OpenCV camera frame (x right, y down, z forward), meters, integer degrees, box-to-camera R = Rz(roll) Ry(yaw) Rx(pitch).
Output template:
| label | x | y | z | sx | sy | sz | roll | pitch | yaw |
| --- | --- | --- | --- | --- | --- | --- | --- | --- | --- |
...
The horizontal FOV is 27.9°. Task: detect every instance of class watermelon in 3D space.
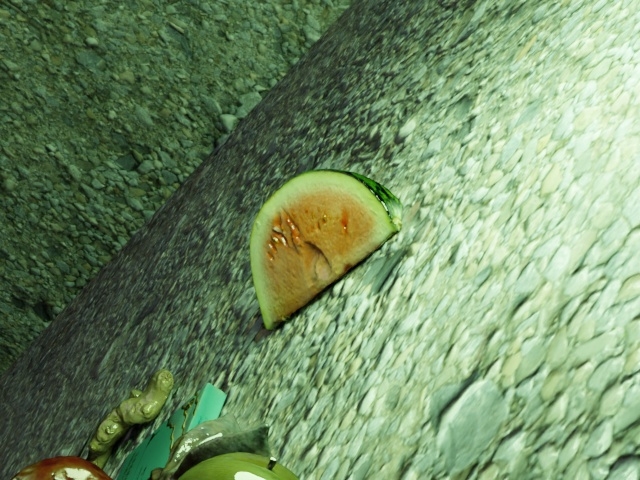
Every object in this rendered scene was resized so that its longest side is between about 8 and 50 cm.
| label | x | y | z | sx | sy | sz | roll | pitch | yaw |
| --- | --- | --- | --- | --- | --- | --- | --- | --- | --- |
| watermelon | 0.014 | -0.010 | 1.842 | 0.128 | 0.159 | 0.303 | -9 | -24 | -48 |

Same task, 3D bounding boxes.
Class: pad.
| label | x | y | z | sx | sy | sz | roll | pitch | yaw |
| --- | --- | --- | --- | --- | --- | --- | --- | --- | --- |
| pad | -0.457 | 0.437 | 2.287 | 0.235 | 0.003 | 0.158 | -56 | 8 | 38 |

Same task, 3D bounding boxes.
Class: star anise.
| label | x | y | z | sx | sy | sz | roll | pitch | yaw |
| --- | --- | --- | --- | --- | --- | --- | --- | --- | --- |
| star anise | -0.146 | 0.308 | 1.487 | 0.315 | 0.108 | 0.315 | -49 | 11 | 12 |

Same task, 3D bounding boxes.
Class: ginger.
| label | x | y | z | sx | sy | sz | roll | pitch | yaw |
| --- | --- | --- | --- | --- | --- | --- | --- | --- | --- |
| ginger | -0.334 | 0.303 | 2.207 | 0.258 | 0.065 | 0.149 | -51 | 11 | 15 |

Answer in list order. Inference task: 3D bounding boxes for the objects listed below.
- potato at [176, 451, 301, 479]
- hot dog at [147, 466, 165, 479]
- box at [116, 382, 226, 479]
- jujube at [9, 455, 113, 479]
| label | x | y | z | sx | sy | sz | roll | pitch | yaw |
| --- | --- | --- | --- | --- | --- | --- | --- | --- | --- |
| potato | -0.094 | 0.329 | 1.093 | 0.218 | 0.203 | 0.351 | -91 | 26 | -51 |
| hot dog | -0.209 | 0.347 | 1.701 | 0.140 | 0.060 | 0.090 | -41 | 12 | 17 |
| box | -0.231 | 0.323 | 1.853 | 0.229 | 0.041 | 0.162 | -43 | 17 | 34 |
| jujube | -0.371 | 0.421 | 1.764 | 0.197 | 0.197 | 0.290 | -73 | 9 | -56 |
